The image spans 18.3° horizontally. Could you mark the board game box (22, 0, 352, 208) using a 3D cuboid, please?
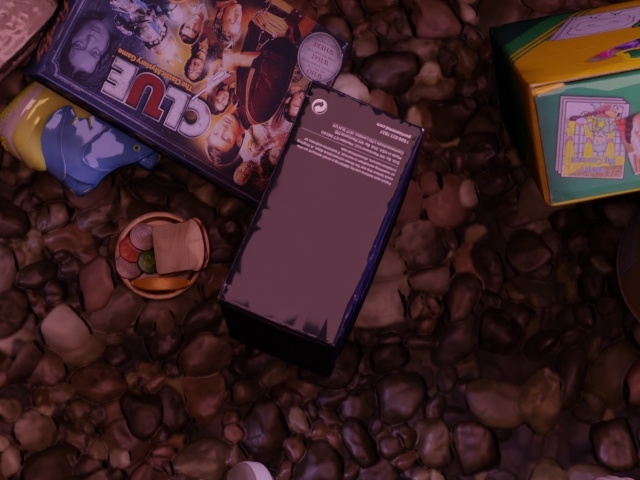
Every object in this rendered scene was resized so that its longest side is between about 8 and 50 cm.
[{"bbox_3d":[-0.108,-0.152,1.678,0.243,0.042,0.165,30,80,-27],"label":"board game box"}]

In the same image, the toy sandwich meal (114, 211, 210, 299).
[{"bbox_3d":[-0.136,0.012,1.717,0.085,0.029,0.085,0,81,-1],"label":"toy sandwich meal"}]

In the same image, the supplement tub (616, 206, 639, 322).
[{"bbox_3d":[0.322,0.014,1.635,0.144,0.199,0.144,0,80,0],"label":"supplement tub"}]

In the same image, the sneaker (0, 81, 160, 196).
[{"bbox_3d":[-0.161,-0.135,1.725,0.240,0.091,0.126,-44,102,-7],"label":"sneaker"}]

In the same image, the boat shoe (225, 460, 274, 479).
[{"bbox_3d":[-0.034,0.292,1.657,0.070,0.078,0.219,1,75,-35],"label":"boat shoe"}]

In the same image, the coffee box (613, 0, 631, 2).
[{"bbox_3d":[0.172,-0.434,1.636,0.338,0.338,0.334,17,81,3],"label":"coffee box"}]

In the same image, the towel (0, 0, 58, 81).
[{"bbox_3d":[-0.386,-0.164,1.735,0.187,0.049,0.282,43,83,5],"label":"towel"}]

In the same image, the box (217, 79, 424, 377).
[{"bbox_3d":[0.000,0.000,1.603,0.103,0.261,0.184,25,82,3],"label":"box"}]

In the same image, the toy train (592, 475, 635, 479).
[{"bbox_3d":[0.320,0.163,1.667,0.248,0.105,0.143,8,70,1],"label":"toy train"}]

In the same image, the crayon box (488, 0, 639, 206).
[{"bbox_3d":[0.332,-0.137,1.586,0.363,0.313,0.106,-10,103,2],"label":"crayon box"}]
